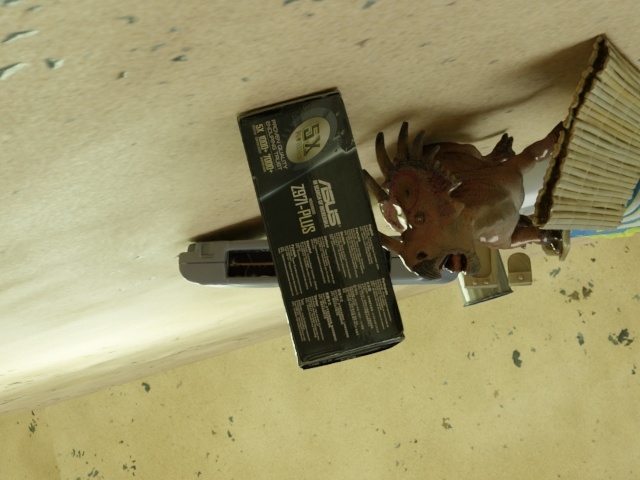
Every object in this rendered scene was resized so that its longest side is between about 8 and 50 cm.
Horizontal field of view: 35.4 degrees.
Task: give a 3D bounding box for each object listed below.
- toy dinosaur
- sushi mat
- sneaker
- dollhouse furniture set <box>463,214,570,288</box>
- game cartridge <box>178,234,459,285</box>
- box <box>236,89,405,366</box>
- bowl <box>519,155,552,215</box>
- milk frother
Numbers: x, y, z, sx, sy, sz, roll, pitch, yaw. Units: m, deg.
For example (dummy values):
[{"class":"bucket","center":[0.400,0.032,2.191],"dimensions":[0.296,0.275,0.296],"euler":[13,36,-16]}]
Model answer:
[{"class":"toy dinosaur","center":[0.111,-0.045,0.919],"dimensions":[0.200,0.127,0.295],"euler":[-4,-175,-13]},{"class":"sushi mat","center":[0.258,-0.080,0.894],"dimensions":[0.019,0.151,0.316],"euler":[24,-170,25]},{"class":"sneaker","center":[0.426,-0.040,1.501],"dimensions":[0.126,0.091,0.240],"euler":[-11,172,-24]},{"class":"dollhouse furniture set","center":[0.279,-0.011,1.441],"dimensions":[0.151,0.144,0.123],"euler":[-2,169,8]},{"class":"game cartridge","center":[0.009,0.027,1.154],"dimensions":[0.294,0.060,0.196],"euler":[-2,180,15]},{"class":"box","center":[0.000,0.000,0.748],"dimensions":[0.077,0.180,0.147],"euler":[-14,171,-2]},{"class":"bowl","center":[0.238,-0.056,1.286],"dimensions":[0.142,0.053,0.142],"euler":[-15,171,7]},{"class":"milk frother","center":[0.277,0.022,1.593],"dimensions":[0.143,0.135,0.129],"euler":[-17,172,10]}]
